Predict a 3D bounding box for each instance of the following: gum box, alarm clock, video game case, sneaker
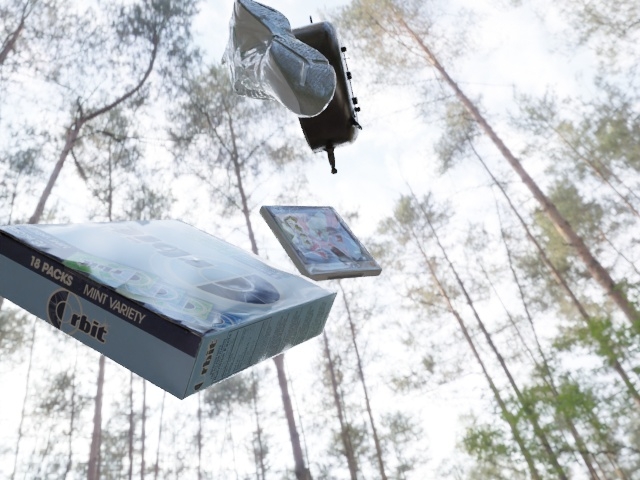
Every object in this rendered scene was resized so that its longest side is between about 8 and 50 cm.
[{"bbox_3d":[-0.095,0.032,0.426,0.157,0.184,0.041,23,-79,20],"label":"gum box"},{"bbox_3d":[0.003,-0.175,0.667,0.064,0.192,0.129,-14,-37,6],"label":"alarm clock"},{"bbox_3d":[0.000,0.000,1.226,0.183,0.201,0.023,-2,-48,-39],"label":"video game case"},{"bbox_3d":[-0.035,-0.127,0.475,0.053,0.152,0.061,8,-55,-34],"label":"sneaker"}]
